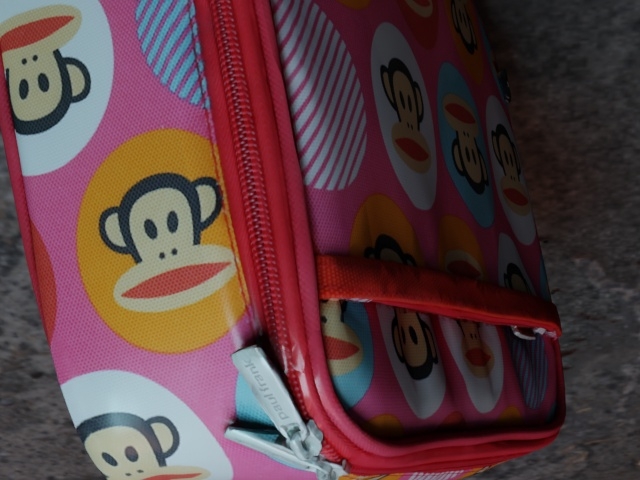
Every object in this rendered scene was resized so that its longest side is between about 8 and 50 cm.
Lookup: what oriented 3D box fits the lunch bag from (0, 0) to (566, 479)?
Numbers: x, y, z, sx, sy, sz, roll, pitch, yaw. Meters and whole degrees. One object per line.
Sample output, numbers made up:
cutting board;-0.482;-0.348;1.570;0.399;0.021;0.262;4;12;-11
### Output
lunch bag;0.000;0.000;0.598;0.120;0.258;0.293;-14;170;21
